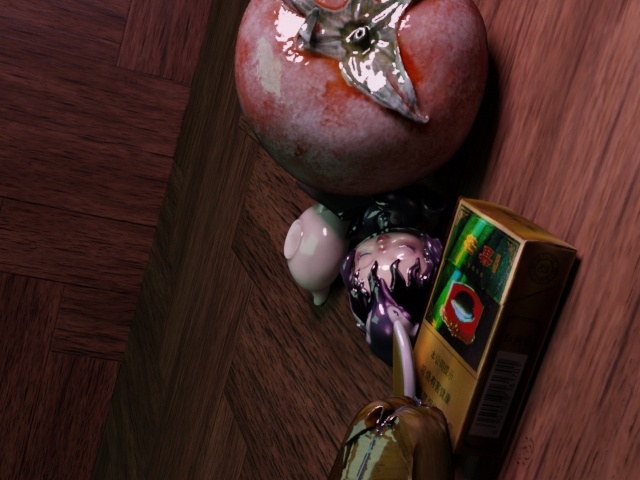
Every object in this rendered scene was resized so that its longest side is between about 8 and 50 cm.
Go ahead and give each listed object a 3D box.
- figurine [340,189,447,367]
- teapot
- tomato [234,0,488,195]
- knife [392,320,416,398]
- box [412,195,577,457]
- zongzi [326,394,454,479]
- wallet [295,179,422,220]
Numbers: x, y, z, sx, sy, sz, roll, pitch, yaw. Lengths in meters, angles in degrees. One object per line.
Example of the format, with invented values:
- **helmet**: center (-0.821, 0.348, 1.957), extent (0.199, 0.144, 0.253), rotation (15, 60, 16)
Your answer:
- **figurine**: center (0.094, 0.053, 1.141), extent (0.145, 0.145, 0.222), rotation (127, 158, -49)
- **teapot**: center (0.000, 0.000, 1.468), extent (0.226, 0.092, 0.145), rotation (-64, 25, 26)
- **tomato**: center (0.049, -0.211, 1.128), extent (0.282, 0.317, 0.316), rotation (57, -139, -78)
- **knife**: center (0.092, 0.262, 1.036), extent (0.061, 0.027, 0.343), rotation (-146, 54, -76)
- **box**: center (0.172, 0.089, 0.978), extent (0.159, 0.071, 0.240), rotation (-130, 53, -67)
- **zongzi**: center (0.006, 0.308, 0.963), extent (0.300, 0.138, 0.286), rotation (-7, 88, 36)
- **wallet**: center (0.049, -0.077, 1.336), extent (0.244, 0.124, 0.025), rotation (-136, 30, -67)
